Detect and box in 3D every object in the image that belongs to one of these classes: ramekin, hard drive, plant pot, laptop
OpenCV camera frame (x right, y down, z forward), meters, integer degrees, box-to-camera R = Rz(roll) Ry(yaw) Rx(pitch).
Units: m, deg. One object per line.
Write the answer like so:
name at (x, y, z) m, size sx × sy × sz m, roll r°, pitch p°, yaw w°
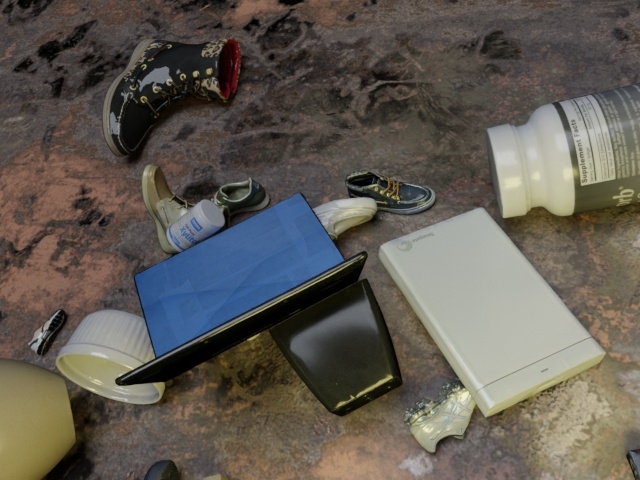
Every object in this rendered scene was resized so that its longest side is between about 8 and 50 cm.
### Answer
ramekin at (-0.387, 0.221, 1.213) m, size 0.207 × 0.207 × 0.109 m, roll 0°, pitch 51°, yaw 19°
hard drive at (0.288, 0.106, 1.107) m, size 0.233 × 0.047 × 0.353 m, roll -20°, pitch 53°, yaw -16°
plant pot at (0.047, 0.200, 1.099) m, size 0.188 × 0.187 × 0.167 m, roll -29°, pitch 69°, yaw 0°
laptop at (-0.153, 0.049, 1.061) m, size 0.382 × 0.408 × 0.236 m, roll -28°, pitch 81°, yaw -5°
plant pot at (-0.572, 0.343, 1.185) m, size 0.191 × 0.284 × 0.284 m, roll -11°, pitch 51°, yaw -26°

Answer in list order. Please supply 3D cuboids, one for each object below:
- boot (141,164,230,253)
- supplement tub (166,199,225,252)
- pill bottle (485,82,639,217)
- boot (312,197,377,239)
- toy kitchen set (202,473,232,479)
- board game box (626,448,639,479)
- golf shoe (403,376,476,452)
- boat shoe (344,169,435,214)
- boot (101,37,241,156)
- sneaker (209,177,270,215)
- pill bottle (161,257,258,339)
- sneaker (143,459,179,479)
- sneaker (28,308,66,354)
boot at (-0.283, -0.069, 1.355) m, size 0.165 × 0.213 × 0.077 m, roll -3°, pitch 30°, yaw 15°
supplement tub at (-0.257, -0.027, 1.291) m, size 0.107 × 0.071 × 0.071 m, roll -36°, pitch 52°, yaw 24°
pill bottle at (0.497, -0.160, 1.136) m, size 0.363 × 0.210 × 0.210 m, roll -11°, pitch 57°, yaw 12°
boot at (0.000, 0.000, 1.292) m, size 0.258 × 0.095 × 0.123 m, roll -15°, pitch 69°, yaw 13°
toy kitchen set at (-0.184, 0.457, 1.074) m, size 0.068 × 0.075 × 0.083 m, roll -18°, pitch 52°, yaw 9°
board game box at (0.591, 0.362, 0.891) m, size 0.243 × 0.042 × 0.165 m, roll -15°, pitch 57°, yaw 10°
golf shoe at (0.229, 0.286, 1.060) m, size 0.176 × 0.069 × 0.086 m, roll -29°, pitch 88°, yaw -9°
boat shoe at (0.141, -0.102, 1.296) m, size 0.183 × 0.083 × 0.065 m, roll 1°, pitch 61°, yaw 19°
boot at (-0.375, -0.381, 1.612) m, size 0.284 × 0.138 × 0.377 m, roll 1°, pitch 55°, yaw 19°
sneaker at (-0.216, -0.091, 1.408) m, size 0.192 × 0.086 × 0.064 m, roll -17°, pitch 56°, yaw 8°
pill bottle at (-0.212, 0.117, 1.262) m, size 0.216 × 0.121 × 0.121 m, roll 21°, pitch 69°, yaw 27°
sneaker at (-0.334, 0.528, 1.061) m, size 0.131 × 0.112 × 0.319 m, roll 2°, pitch 60°, yaw 16°
sneaker at (-0.608, 0.197, 1.395) m, size 0.043 × 0.040 × 0.109 m, roll 17°, pitch 66°, yaw 29°
